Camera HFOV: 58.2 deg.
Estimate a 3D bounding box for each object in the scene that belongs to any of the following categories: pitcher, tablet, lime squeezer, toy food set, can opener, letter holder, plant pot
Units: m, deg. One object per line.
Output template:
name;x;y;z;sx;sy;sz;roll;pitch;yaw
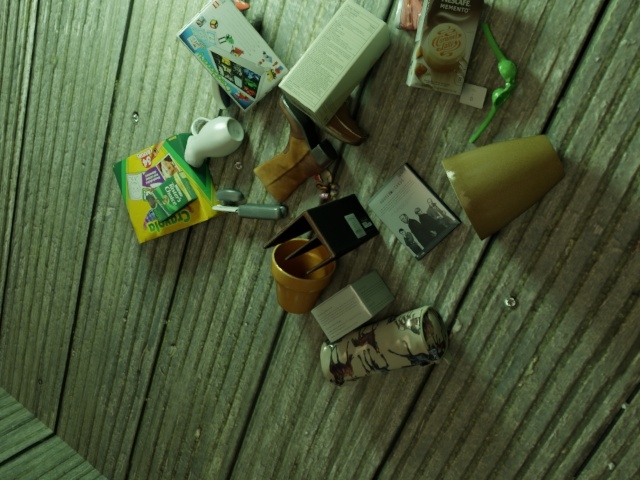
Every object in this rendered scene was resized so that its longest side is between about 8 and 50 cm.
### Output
pitcher;-0.364;-0.361;1.951;0.207;0.125;0.178;-18;71;33
tablet;0.409;-0.389;1.543;0.083;0.006;0.054;37;125;49
lime squeezer;0.454;-0.406;1.508;0.109;0.059;0.311;10;108;27
toy food set;0.017;-0.171;1.833;0.078;0.019;0.122;-38;83;31
can opener;-0.247;-0.125;1.961;0.283;0.076;0.095;5;105;27
letter holder;0.000;0.000;1.719;0.214;0.301;0.152;-36;84;31
plant pot;-0.066;0.129;1.864;0.205;0.205;0.188;29;130;20
plant pot;0.477;-0.160;1.474;0.254;0.237;0.237;-27;88;18

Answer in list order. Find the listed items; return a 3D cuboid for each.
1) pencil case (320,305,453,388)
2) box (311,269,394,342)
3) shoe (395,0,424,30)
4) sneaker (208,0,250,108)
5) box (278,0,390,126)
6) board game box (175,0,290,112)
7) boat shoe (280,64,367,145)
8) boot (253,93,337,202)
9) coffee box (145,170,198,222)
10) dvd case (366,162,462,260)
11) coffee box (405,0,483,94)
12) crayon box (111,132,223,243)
pencil case;0.192;0.341;1.778;0.410;0.160;0.184;-23;87;31
box;0.102;0.200;1.782;0.182;0.181;0.119;-37;82;31
shoe;0.258;-0.659;1.555;0.081;0.063;0.178;18;116;23
sneaker;-0.277;-0.592;1.844;0.148;0.131;0.350;0;122;-5
box;0.043;-0.493;1.608;0.148;0.121;0.311;41;92;15
board game box;-0.264;-0.572;1.761;0.193;0.053;0.305;-38;112;11
boat shoe;0.018;-0.417;1.715;0.324;0.122;0.120;45;116;12
boot;-0.113;-0.291;1.837;0.280;0.096;0.264;-31;102;39
coffee box;-0.521;-0.151;2.006;0.184;0.040;0.113;-29;89;30
dvd case;0.273;-0.084;1.705;0.239;0.029;0.179;50;120;11
coffee box;0.321;-0.519;1.504;0.141;0.098;0.247;10;109;-1
crayon box;-0.564;-0.187;2.106;0.362;0.106;0.313;-16;94;31
